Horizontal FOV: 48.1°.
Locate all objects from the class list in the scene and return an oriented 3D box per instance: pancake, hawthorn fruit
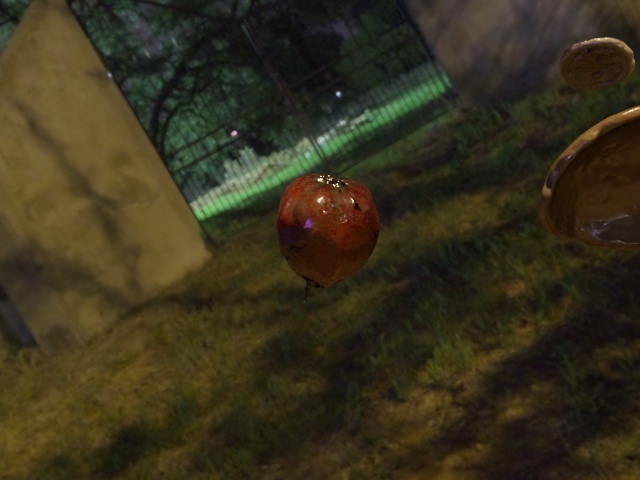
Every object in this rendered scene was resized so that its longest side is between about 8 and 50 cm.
[{"bbox_3d":[0.501,-0.319,1.305,0.139,0.139,0.022,-25,47,51],"label":"pancake"},{"bbox_3d":[0.000,0.000,1.236,0.181,0.181,0.235,-41,-29,-68],"label":"hawthorn fruit"}]

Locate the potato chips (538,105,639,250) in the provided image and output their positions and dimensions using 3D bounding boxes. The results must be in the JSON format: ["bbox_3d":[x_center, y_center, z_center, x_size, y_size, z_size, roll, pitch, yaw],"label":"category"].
[{"bbox_3d":[0.332,-0.071,0.781,0.208,0.195,0.062,-26,39,11],"label":"potato chips"}]
